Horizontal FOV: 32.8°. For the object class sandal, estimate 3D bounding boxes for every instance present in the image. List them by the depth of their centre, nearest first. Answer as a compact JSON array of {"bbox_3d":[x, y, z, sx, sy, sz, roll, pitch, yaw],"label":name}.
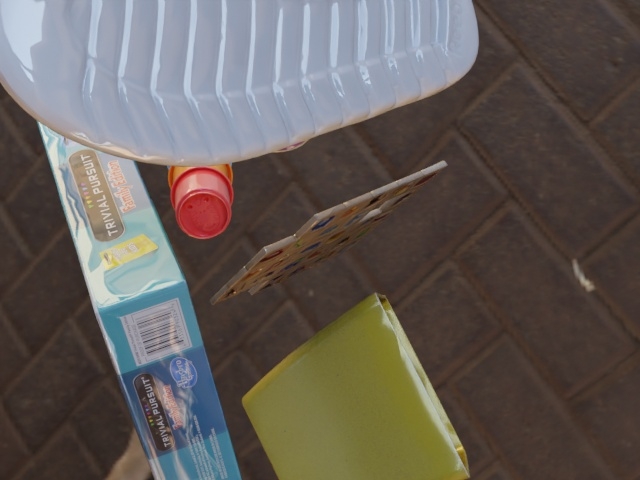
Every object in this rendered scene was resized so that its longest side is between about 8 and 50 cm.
[{"bbox_3d":[-0.053,-0.137,0.820,0.102,0.416,0.169,-17,83,56],"label":"sandal"}]

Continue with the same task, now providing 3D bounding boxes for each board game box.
[{"bbox_3d":[-0.181,0.048,1.050,0.336,0.079,0.254,-122,18,-49],"label":"board game box"}]

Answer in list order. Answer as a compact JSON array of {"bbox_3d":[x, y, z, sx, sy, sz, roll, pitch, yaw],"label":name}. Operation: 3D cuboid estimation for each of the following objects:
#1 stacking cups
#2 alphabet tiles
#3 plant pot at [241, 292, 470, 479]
[{"bbox_3d":[-0.148,-0.086,1.375,0.316,0.096,0.096,-108,40,-62],"label":"stacking cups"},{"bbox_3d":[0.000,0.000,1.120,0.009,0.237,0.198,58,138,9],"label":"alphabet tiles"},{"bbox_3d":[0.034,0.197,1.219,0.187,0.212,0.212,-28,84,4],"label":"plant pot"}]
